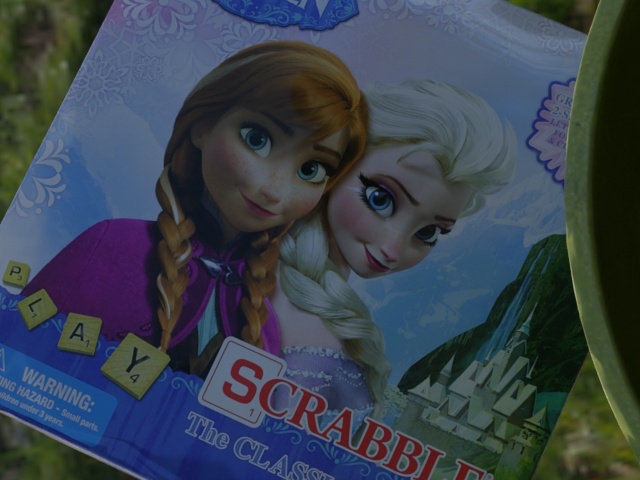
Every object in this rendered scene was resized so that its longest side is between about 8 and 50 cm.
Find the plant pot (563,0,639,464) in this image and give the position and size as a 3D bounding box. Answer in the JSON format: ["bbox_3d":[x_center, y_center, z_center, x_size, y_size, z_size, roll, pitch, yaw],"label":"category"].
[{"bbox_3d":[0.314,0.005,0.721,0.353,0.366,0.366,26,-136,-67],"label":"plant pot"}]

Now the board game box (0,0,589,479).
[{"bbox_3d":[0.000,0.000,1.007,0.066,0.318,0.318,71,-137,-77],"label":"board game box"}]
